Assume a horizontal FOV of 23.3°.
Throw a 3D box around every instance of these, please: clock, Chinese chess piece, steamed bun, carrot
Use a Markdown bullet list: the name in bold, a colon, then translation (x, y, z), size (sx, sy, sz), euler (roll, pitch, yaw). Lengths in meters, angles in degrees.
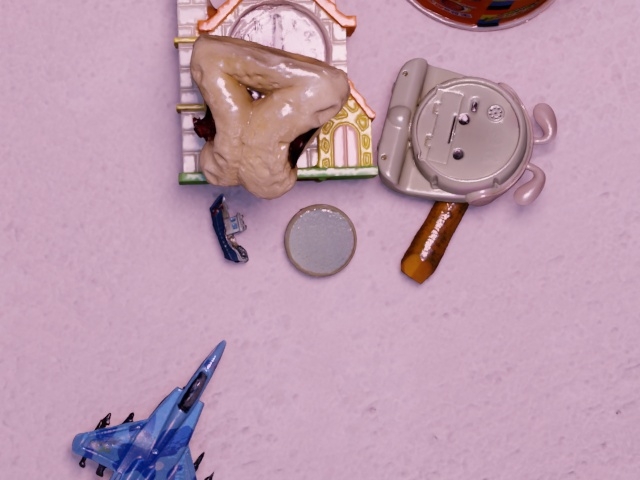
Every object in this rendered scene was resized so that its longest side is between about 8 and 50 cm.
- **clock**: translation (-0.054, -0.191, 1.727), size (0.219, 0.106, 0.255), euler (-3, 91, -4)
- **clock**: translation (0.165, -0.116, 1.740), size (0.191, 0.062, 0.152), euler (12, 78, 8)
- **Chinese chess piece**: translation (0.000, 0.000, 1.770), size (0.084, 0.034, 0.084), euler (0, 93, -5)
- **steamed bun**: translation (-0.065, -0.124, 1.618), size (0.172, 0.141, 0.155), euler (15, 99, 2)
- **carrot**: translation (0.146, -0.030, 1.777), size (0.042, 0.042, 0.171), euler (31, 86, -3)

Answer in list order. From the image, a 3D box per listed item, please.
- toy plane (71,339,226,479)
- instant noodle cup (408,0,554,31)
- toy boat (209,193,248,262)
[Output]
- **toy plane**: translation (-0.175, 0.217, 1.742), size (0.169, 0.078, 0.246), euler (31, 82, -4)
- **instant noodle cup**: translation (0.192, -0.365, 1.697), size (0.250, 0.192, 0.250), euler (0, 90, -4)
- **toy boat**: translation (-0.100, -0.013, 1.761), size (0.038, 0.038, 0.083), euler (-21, 92, -3)
